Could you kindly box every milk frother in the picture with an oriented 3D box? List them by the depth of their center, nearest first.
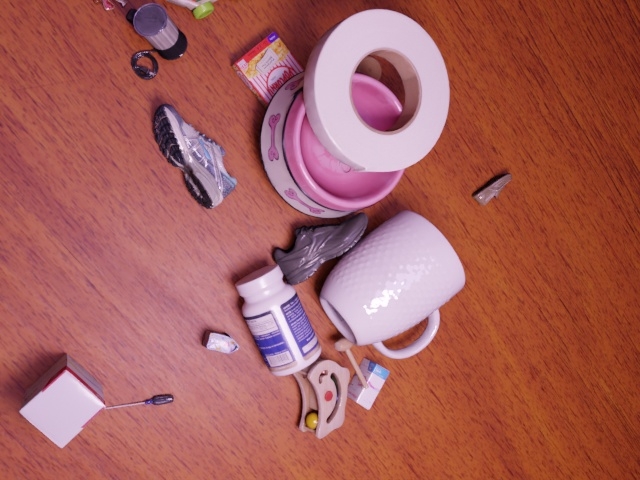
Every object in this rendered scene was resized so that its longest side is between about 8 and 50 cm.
[{"bbox_3d":[-0.412,-0.478,1.435,0.129,0.135,0.143,8,84,10],"label":"milk frother"}]

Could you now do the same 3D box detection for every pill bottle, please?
[{"bbox_3d":[-0.114,0.206,1.550,0.153,0.153,0.264,-26,100,-19],"label":"pill bottle"}]

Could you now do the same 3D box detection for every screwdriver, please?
[{"bbox_3d":[-0.457,0.414,1.490,0.170,0.024,0.025,-9,65,-19],"label":"screwdriver"}]

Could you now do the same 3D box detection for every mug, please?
[{"bbox_3d":[0.197,0.158,1.616,0.328,0.276,0.374,-36,114,-14],"label":"mug"}]

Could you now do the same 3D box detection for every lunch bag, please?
[{"bbox_3d":[-0.258,0.265,1.539,0.083,0.071,0.053,19,80,-18],"label":"lunch bag"}]

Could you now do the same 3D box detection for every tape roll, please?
[{"bbox_3d":[0.144,-0.360,1.452,0.393,0.072,0.391,-3,96,-27],"label":"tape roll"}]

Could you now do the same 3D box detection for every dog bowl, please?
[{"bbox_3d":[0.056,-0.255,1.543,0.408,0.150,0.407,-3,97,-27],"label":"dog bowl"}]

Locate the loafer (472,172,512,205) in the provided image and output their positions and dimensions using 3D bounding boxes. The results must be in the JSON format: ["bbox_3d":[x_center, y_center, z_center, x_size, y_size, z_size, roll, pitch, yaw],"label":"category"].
[{"bbox_3d":[0.544,-0.161,1.857,0.148,0.056,0.050,-33,103,-8],"label":"loafer"}]

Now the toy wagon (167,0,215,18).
[{"bbox_3d":[-0.283,-0.747,1.518,0.344,0.068,0.267,-34,103,-17],"label":"toy wagon"}]

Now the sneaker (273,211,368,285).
[{"bbox_3d":[0.000,0.000,1.598,0.286,0.109,0.130,-35,95,-3],"label":"sneaker"}]

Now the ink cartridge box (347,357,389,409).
[{"bbox_3d":[0.131,0.407,1.682,0.052,0.088,0.122,33,79,-19],"label":"ink cartridge box"}]

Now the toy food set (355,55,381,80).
[{"bbox_3d":[0.140,-0.491,1.711,0.083,0.020,0.083,41,76,-17],"label":"toy food set"}]

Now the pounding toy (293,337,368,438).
[{"bbox_3d":[0.023,0.396,1.585,0.154,0.155,0.269,9,87,-44],"label":"pounding toy"}]

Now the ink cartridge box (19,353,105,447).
[{"bbox_3d":[-0.588,0.361,1.356,0.128,0.176,0.127,-45,108,-14],"label":"ink cartridge box"}]

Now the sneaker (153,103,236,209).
[{"bbox_3d":[-0.318,-0.224,1.509,0.122,0.110,0.282,-39,107,-35],"label":"sneaker"}]

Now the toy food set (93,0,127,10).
[{"bbox_3d":[-0.542,-0.615,1.447,0.078,0.019,0.122,-41,112,-16],"label":"toy food set"}]

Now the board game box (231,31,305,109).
[{"bbox_3d":[-0.121,-0.438,1.596,0.147,0.045,0.193,-45,107,-15],"label":"board game box"}]
